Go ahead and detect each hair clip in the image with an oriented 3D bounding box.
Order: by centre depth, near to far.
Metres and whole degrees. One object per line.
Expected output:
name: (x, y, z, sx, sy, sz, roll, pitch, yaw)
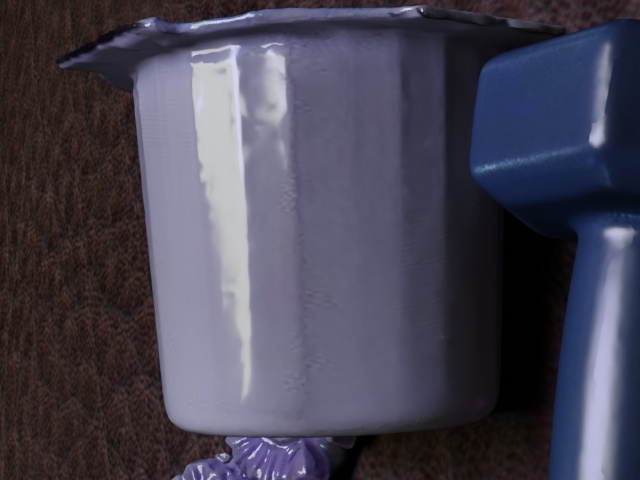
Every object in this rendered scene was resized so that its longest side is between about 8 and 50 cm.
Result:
hair clip: (-0.039, 0.161, 0.839, 0.106, 0.084, 0.292, 44, 112, 35)

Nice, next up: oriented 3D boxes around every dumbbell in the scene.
dumbbell: (0.127, 0.076, 0.531, 0.143, 0.156, 0.316, 108, 170, -79)

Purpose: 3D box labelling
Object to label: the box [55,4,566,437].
box: (0.000, 0.000, 0.716, 0.291, 0.262, 0.206, 40, -131, -83)
